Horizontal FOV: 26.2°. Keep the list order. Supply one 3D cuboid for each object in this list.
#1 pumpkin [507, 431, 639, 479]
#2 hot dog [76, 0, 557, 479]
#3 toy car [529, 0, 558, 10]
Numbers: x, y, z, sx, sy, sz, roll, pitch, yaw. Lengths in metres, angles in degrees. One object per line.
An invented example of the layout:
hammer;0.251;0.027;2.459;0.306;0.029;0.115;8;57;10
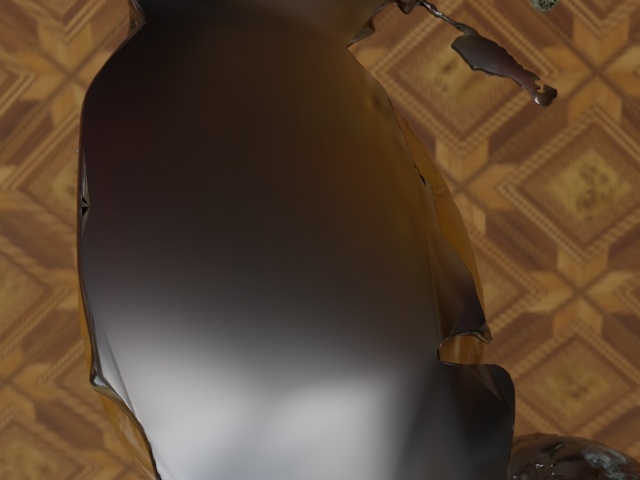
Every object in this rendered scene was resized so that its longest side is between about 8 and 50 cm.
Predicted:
pumpkin;0.163;0.249;0.952;0.163;0.233;0.233;1;133;-43
hot dog;-0.006;0.001;0.575;0.194;0.326;0.107;6;140;3
toy car;0.215;-0.231;1.110;0.204;0.095;0.056;-11;122;-20
